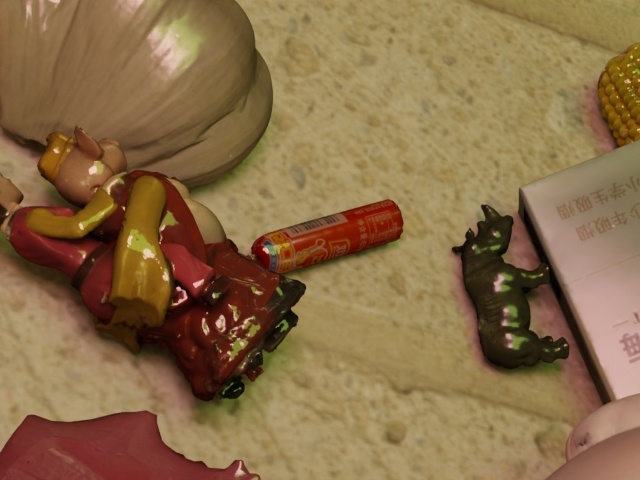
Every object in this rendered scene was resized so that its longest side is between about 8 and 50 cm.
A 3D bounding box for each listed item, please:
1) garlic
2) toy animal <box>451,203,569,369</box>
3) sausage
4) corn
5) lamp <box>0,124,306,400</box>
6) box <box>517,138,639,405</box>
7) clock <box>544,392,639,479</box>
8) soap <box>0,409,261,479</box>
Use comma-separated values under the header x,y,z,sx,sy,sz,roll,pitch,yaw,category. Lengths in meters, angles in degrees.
x,y,z,sx,sy,sz,roll,pitch,yaw,category
-0.128,-0.140,1.096,0.229,0.143,0.178,35,53,-14,garlic
0.139,0.033,1.176,0.065,0.047,0.135,-5,71,-18,toy animal
0.000,0.000,1.139,0.129,0.034,0.034,-16,71,-31,sausage
0.306,-0.049,1.276,0.081,0.081,0.248,-18,72,-31,corn
-0.132,0.000,1.032,0.253,0.118,0.118,38,55,3,lamp
0.264,0.047,1.174,0.155,0.067,0.243,-21,72,2,box
0.292,0.273,0.994,0.377,0.250,0.368,-5,65,-20,clock
-0.090,0.250,0.908,0.325,0.127,0.220,43,54,3,soap
